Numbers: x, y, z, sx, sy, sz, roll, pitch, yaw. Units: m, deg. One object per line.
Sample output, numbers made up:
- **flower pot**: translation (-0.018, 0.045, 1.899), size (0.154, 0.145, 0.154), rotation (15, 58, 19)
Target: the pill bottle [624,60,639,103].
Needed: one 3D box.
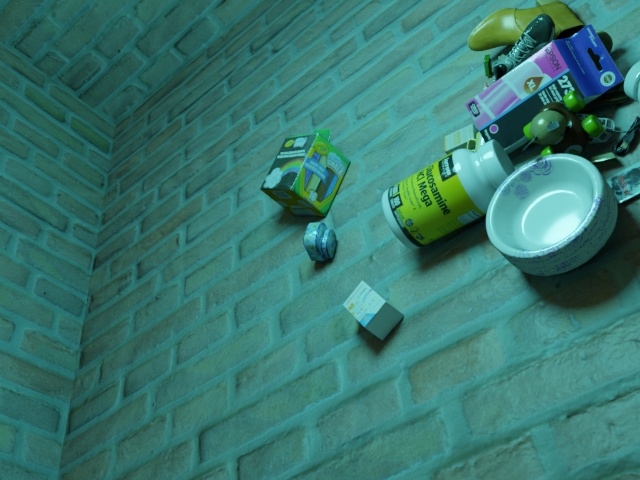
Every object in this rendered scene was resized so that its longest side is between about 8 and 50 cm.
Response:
- **pill bottle**: translation (0.812, -0.336, 1.613), size (0.121, 0.121, 0.221), rotation (-46, 38, 9)

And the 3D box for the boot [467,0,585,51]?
- **boot**: translation (0.593, -0.597, 2.046), size (0.295, 0.104, 0.211), rotation (-26, 45, 10)

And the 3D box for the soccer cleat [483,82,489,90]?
- **soccer cleat**: translation (0.496, -0.439, 2.107), size (0.036, 0.029, 0.083), rotation (-26, 48, 24)

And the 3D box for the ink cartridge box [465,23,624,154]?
- **ink cartridge box**: translation (0.569, -0.382, 1.828), size (0.371, 0.069, 0.175), rotation (-33, 72, 33)

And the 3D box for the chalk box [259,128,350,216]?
- **chalk box**: translation (-0.037, -0.247, 2.387), size (0.180, 0.179, 0.289), rotation (5, 63, 49)

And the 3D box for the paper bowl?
- **paper bowl**: translation (0.543, -0.049, 1.638), size (0.284, 0.148, 0.284), rotation (-27, 44, 30)

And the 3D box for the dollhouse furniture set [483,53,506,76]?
- **dollhouse furniture set**: translation (0.568, -0.527, 2.107), size (0.152, 0.058, 0.076), rotation (1, 52, 25)

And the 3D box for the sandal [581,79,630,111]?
- **sandal**: translation (0.694, -0.373, 1.827), size (0.219, 0.060, 0.090), rotation (1, 67, 30)

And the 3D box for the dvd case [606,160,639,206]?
- **dvd case**: translation (0.710, -0.127, 1.638), size (0.119, 0.013, 0.087), rotation (-32, 41, 26)

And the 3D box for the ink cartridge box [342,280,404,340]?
- **ink cartridge box**: translation (0.138, 0.186, 1.920), size (0.092, 0.090, 0.143), rotation (-51, 38, 2)

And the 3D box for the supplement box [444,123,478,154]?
- **supplement box**: translation (0.414, -0.292, 2.065), size (0.098, 0.036, 0.062), rotation (-22, 46, 34)

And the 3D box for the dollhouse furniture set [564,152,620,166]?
- **dollhouse furniture set**: translation (0.651, -0.168, 1.690), size (0.114, 0.091, 0.081), rotation (-12, 67, 37)

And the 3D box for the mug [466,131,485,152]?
- **mug**: translation (0.459, -0.263, 1.983), size (0.078, 0.062, 0.064), rotation (-14, 58, 62)

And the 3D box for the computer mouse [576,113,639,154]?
- **computer mouse**: translation (0.696, -0.273, 1.753), size (0.193, 0.042, 0.106), rotation (24, 84, 47)

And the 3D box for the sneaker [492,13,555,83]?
- **sneaker**: translation (0.551, -0.512, 1.949), size (0.086, 0.132, 0.228), rotation (46, 142, 17)

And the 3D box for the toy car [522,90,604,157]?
- **toy car**: translation (0.561, -0.257, 1.692), size (0.155, 0.188, 0.149), rotation (-41, 81, 39)

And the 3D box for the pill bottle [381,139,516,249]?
- **pill bottle**: translation (0.345, -0.125, 1.874), size (0.334, 0.188, 0.188), rotation (-30, 42, 27)

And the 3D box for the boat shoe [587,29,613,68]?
- **boat shoe**: translation (0.622, -0.465, 1.924), size (0.342, 0.123, 0.123), rotation (-39, 36, 29)

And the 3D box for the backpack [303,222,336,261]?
- **backpack**: translation (0.000, 0.000, 2.196), size (0.084, 0.114, 0.105), rotation (0, 57, 24)
